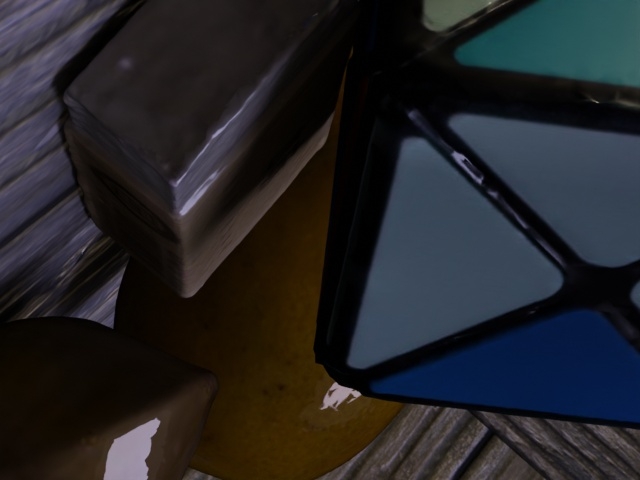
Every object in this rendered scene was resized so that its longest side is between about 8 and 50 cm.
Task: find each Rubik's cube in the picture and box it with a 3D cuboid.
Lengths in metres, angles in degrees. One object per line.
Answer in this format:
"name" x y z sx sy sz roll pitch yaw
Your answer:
"Rubik's cube" 0.137 -0.069 0.933 0.246 0.250 0.248 102 -6 -52

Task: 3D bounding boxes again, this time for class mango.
"mango" 0.000 0.000 1.272 0.378 0.221 0.264 -60 169 28

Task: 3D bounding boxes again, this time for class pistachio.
"pistachio" -0.158 0.125 1.116 0.213 0.162 0.260 -15 180 2

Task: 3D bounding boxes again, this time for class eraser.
"eraser" -0.055 -0.065 0.967 0.144 0.078 0.343 -49 177 -9
